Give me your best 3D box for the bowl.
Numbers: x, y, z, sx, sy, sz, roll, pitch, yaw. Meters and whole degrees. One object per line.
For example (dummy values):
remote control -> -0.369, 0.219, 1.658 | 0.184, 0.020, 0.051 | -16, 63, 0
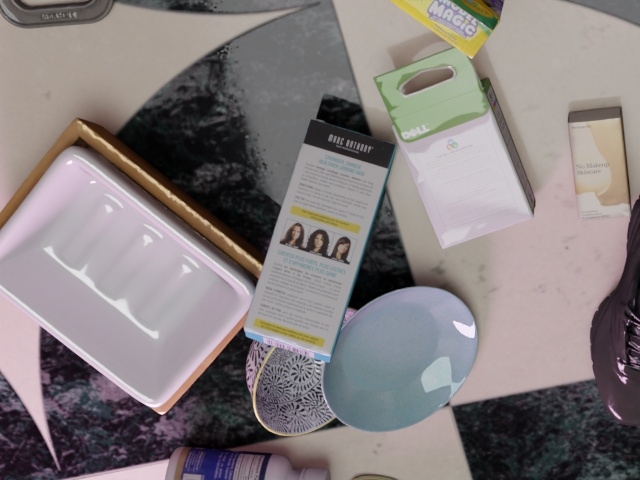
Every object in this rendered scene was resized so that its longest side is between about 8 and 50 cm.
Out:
bowl -> -0.026, 0.130, 1.915 | 0.080, 0.170, 0.170 | 40, 122, 42

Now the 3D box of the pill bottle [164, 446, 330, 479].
pill bottle -> -0.085, 0.306, 1.993 | 0.186, 0.112, 0.112 | 4, 112, 8

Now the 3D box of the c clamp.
c clamp -> -0.306, -0.297, 1.839 | 0.160, 0.022, 0.137 | 2, 112, 9

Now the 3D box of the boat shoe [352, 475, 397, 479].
boat shoe -> 0.096, 0.321, 2.003 | 0.135, 0.045, 0.050 | 19, 113, 2

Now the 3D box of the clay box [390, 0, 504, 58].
clay box -> 0.119, -0.255, 1.673 | 0.127, 0.222, 0.053 | 35, 113, -4

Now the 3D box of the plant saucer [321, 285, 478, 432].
plant saucer -> 0.084, 0.128, 1.903 | 0.195, 0.037, 0.195 | -12, 123, -20

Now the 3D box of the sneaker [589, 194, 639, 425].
sneaker -> 0.354, 0.081, 1.818 | 0.109, 0.130, 0.286 | 8, 114, 6

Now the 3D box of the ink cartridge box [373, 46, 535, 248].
ink cartridge box -> 0.146, -0.107, 1.814 | 0.109, 0.062, 0.209 | -19, 107, 16

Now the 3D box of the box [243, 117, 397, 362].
box -> 0.000, 0.000, 1.816 | 0.100, 0.060, 0.244 | 17, 79, 3

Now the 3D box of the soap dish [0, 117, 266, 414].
soap dish -> -0.220, 0.025, 1.901 | 0.291, 0.118, 0.229 | 39, 112, -6

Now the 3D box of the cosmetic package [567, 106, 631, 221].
cosmetic package -> 0.301, -0.082, 1.809 | 0.060, 0.041, 0.115 | -7, 110, 13
